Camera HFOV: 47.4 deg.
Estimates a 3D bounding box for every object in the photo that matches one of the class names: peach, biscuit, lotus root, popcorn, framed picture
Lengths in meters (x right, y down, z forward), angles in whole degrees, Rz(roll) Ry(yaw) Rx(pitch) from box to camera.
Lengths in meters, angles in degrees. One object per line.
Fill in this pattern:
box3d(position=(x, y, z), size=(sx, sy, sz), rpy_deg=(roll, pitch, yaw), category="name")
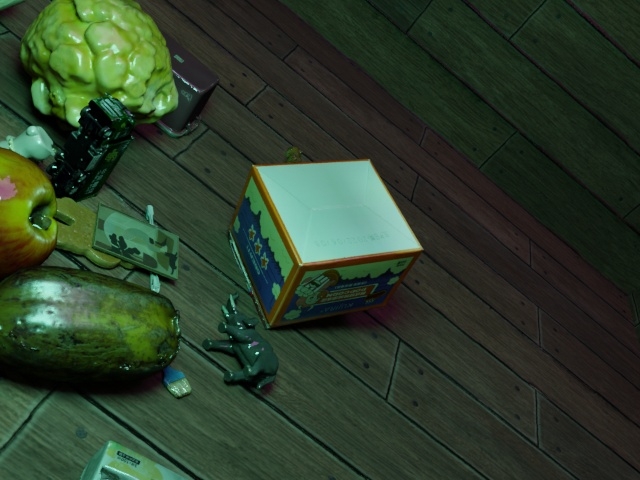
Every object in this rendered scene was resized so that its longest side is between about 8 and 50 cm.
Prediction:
box3d(position=(-0.604, -0.048, 1.273), size=(0.280, 0.280, 0.238), rpy_deg=(9, 83, -44), category="peach")
box3d(position=(-0.476, -0.006, 1.561), size=(0.236, 0.040, 0.144), rpy_deg=(29, 40, -31), category="biscuit")
box3d(position=(-0.420, 0.149, 1.285), size=(0.397, 0.179, 0.196), rpy_deg=(15, 38, -39), category="lotus root")
box3d(position=(-0.521, -0.428, 1.741), size=(0.344, 0.354, 0.390), rpy_deg=(-2, 49, -39), category="popcorn")
box3d(position=(-0.401, 0.002, 1.605), size=(0.200, 0.010, 0.136), rpy_deg=(27, 36, -31), category="framed picture")

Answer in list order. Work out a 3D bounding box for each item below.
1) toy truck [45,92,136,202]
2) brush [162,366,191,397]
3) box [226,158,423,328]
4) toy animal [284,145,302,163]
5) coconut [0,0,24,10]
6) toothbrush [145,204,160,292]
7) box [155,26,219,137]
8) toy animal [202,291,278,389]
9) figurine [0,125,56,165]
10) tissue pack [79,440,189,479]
box3d(position=(-0.489, -0.194, 1.561), size=(0.088, 0.259, 0.121), rpy_deg=(46, 30, 6), category="toy truck")
box3d(position=(-0.316, 0.243, 1.455), size=(0.164, 0.014, 0.051), rpy_deg=(51, 29, 16), category="brush")
box3d(position=(0.000, 0.000, 1.800), size=(0.348, 0.257, 0.319), rpy_deg=(-8, 55, -31), category="box")
box3d(position=(-0.092, -0.196, 2.193), size=(0.056, 0.099, 0.241), rpy_deg=(26, 33, -26), category="toy animal")
box3d(position=(-0.828, -0.664, 1.783), size=(0.241, 0.241, 0.241), rpy_deg=(30, 32, -21), category="coconut")
box3d(position=(-0.382, 0.015, 1.654), size=(0.022, 0.026, 0.263), rpy_deg=(14, 40, -30), category="toothbrush")
box3d(position=(-0.438, -0.453, 2.047), size=(0.294, 0.167, 0.193), rpy_deg=(39, 28, -7), category="box")
box3d(position=(-0.181, 0.213, 1.591), size=(0.137, 0.082, 0.270), rpy_deg=(11, 39, -47), category="toy animal")
box3d(position=(-0.638, -0.173, 1.536), size=(0.098, 0.146, 0.081), rpy_deg=(61, 2, -34), category="figurine")
box3d(position=(-0.265, 0.427, 1.148), size=(0.229, 0.145, 0.159), rpy_deg=(34, 30, -16), category="tissue pack")
